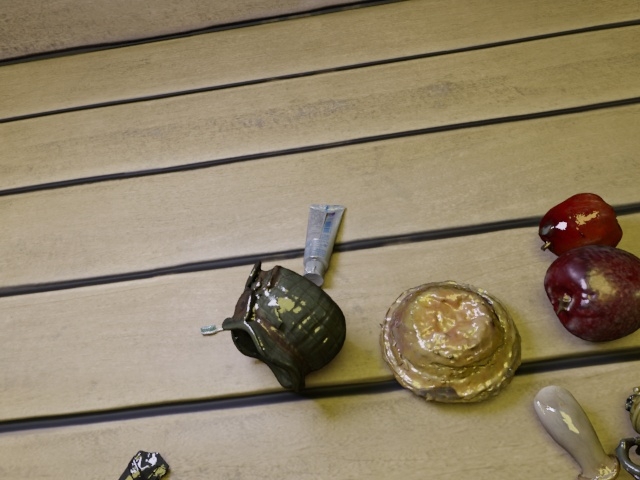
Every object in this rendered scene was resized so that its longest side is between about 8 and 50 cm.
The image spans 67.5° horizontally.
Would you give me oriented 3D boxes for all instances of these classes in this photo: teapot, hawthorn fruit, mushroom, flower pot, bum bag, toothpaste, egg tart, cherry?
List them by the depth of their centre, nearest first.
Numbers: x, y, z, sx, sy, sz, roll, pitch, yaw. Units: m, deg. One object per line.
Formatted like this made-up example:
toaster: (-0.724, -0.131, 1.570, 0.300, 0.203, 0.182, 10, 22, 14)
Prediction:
teapot: (0.725, 0.391, 1.008, 0.269, 0.173, 0.182, -33, 27, -9)
mushroom: (0.554, 0.420, 1.046, 0.097, 0.088, 0.212, -9, 53, -38)
bum bag: (-0.442, 0.581, 1.110, 0.087, 0.049, 0.198, 36, 65, 2)
cherry: (0.687, 0.122, 1.166, 0.300, 0.203, 0.230, -8, 52, -14)
flower pot: (-0.096, 0.205, 1.177, 0.302, 0.302, 0.213, 30, 66, 26)
egg tart: (0.318, 0.228, 1.182, 0.352, 0.150, 0.352, -5, 51, 6)
hawthorn fruit: (0.684, -0.025, 1.283, 0.202, 0.185, 0.185, -26, 55, 1)
toothpaste: (0.000, 0.000, 1.440, 0.114, 0.073, 0.299, 2, 49, 11)

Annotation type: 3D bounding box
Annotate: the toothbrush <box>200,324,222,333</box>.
toothbrush: (-0.203, 0.222, 1.336, 0.269, 0.027, 0.021, -14, 42, -3)
